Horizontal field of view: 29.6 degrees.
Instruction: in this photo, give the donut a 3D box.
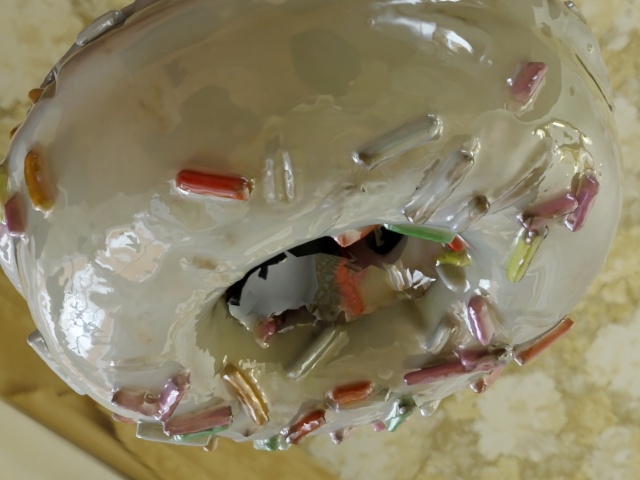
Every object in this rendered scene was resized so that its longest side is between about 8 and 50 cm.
[{"bbox_3d":[0.000,0.000,0.703,0.383,0.383,0.142,-39,-131,31],"label":"donut"}]
